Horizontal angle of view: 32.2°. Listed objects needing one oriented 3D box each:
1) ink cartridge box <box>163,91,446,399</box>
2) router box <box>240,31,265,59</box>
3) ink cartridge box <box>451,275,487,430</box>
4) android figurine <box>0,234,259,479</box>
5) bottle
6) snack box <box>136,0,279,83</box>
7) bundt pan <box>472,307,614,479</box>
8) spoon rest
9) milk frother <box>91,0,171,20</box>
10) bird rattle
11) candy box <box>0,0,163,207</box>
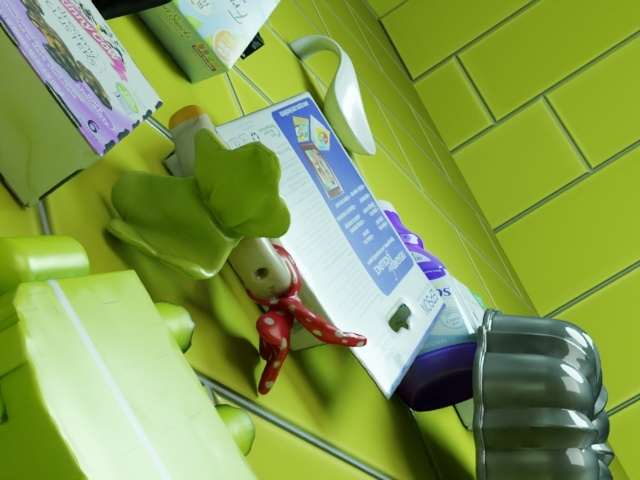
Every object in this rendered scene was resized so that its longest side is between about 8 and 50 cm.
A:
[{"bbox_3d":[0.000,0.000,1.179,0.307,0.072,0.303,59,22,-3],"label":"ink cartridge box"},{"bbox_3d":[-0.157,-0.346,1.541,0.179,0.046,0.133,36,24,-57],"label":"router box"},{"bbox_3d":[0.224,0.173,1.623,0.153,0.087,0.208,32,30,-60],"label":"ink cartridge box"},{"bbox_3d":[-0.117,0.103,0.635,0.248,0.056,0.273,58,13,4],"label":"android figurine"},{"bbox_3d":[0.110,0.072,1.376,0.092,0.118,0.282,90,-18,-51],"label":"bottle"},{"bbox_3d":[-0.133,-0.316,1.299,0.174,0.070,0.207,50,50,-27],"label":"snack box"},{"bbox_3d":[0.267,0.235,1.276,0.331,0.124,0.330,-7,90,-72],"label":"bundt pan"},{"bbox_3d":[0.033,-0.262,1.947,0.137,0.084,0.276,37,23,-55],"label":"spoon rest"},{"bbox_3d":[-0.202,-0.304,1.087,0.143,0.135,0.129,64,-16,14],"label":"milk frother"},{"bbox_3d":[-0.057,-0.010,0.935,0.253,0.143,0.207,47,15,-44],"label":"bird rattle"},{"bbox_3d":[-0.208,-0.131,0.811,0.164,0.070,0.196,54,14,-12],"label":"candy box"}]
